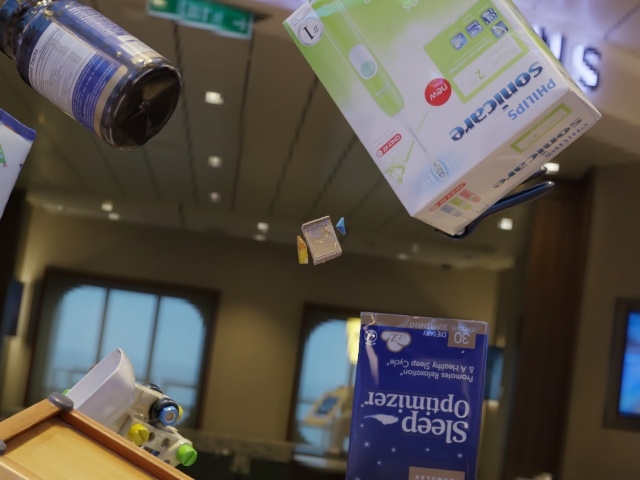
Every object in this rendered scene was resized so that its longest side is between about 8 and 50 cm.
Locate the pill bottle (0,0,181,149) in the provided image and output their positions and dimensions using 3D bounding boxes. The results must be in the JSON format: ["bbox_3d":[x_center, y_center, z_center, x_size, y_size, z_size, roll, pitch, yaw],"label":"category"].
[{"bbox_3d":[-0.283,-0.212,1.519,0.219,0.123,0.123,36,4,21],"label":"pill bottle"}]

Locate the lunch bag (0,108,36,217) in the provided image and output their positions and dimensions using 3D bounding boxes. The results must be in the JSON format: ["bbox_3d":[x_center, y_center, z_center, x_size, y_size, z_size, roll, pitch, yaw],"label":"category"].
[{"bbox_3d":[-0.698,-0.079,2.011,0.385,0.327,0.239,0,-30,37],"label":"lunch bag"}]

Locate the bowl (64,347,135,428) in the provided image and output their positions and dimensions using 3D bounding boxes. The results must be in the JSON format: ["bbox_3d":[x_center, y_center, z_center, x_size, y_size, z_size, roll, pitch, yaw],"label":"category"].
[{"bbox_3d":[-0.289,0.209,1.634,0.053,0.142,0.142,45,-1,-13],"label":"bowl"}]

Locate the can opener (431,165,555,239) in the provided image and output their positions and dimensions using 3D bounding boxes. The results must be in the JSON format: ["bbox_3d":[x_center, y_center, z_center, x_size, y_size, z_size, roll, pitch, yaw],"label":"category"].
[{"bbox_3d":[0.237,-0.057,1.785,0.186,0.059,0.073,-28,21,23],"label":"can opener"}]

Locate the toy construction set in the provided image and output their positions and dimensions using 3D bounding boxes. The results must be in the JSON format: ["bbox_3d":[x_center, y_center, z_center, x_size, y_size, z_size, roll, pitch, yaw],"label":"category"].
[{"bbox_3d":[-0.319,0.318,1.959,0.151,0.215,0.328,30,-2,32],"label":"toy construction set"}]

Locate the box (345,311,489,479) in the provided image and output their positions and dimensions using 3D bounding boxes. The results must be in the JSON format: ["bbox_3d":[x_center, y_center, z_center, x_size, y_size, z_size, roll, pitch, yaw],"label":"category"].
[{"bbox_3d":[0.100,0.192,1.334,0.136,0.225,0.036,4,-9,10],"label":"box"}]

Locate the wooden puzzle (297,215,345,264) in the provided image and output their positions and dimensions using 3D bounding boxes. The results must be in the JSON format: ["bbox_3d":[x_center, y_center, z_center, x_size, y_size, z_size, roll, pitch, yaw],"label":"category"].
[{"bbox_3d":[0.000,0.000,2.185,0.116,0.078,0.014,-11,-3,-41],"label":"wooden puzzle"}]

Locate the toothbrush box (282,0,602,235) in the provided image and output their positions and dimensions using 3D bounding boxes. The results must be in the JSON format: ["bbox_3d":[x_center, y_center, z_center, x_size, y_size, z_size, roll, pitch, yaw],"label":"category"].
[{"bbox_3d":[0.125,-0.183,1.355,0.206,0.283,0.122,-39,-24,17],"label":"toothbrush box"}]

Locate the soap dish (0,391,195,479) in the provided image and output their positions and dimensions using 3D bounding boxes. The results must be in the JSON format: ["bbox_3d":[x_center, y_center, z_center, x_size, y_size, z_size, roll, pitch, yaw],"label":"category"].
[{"bbox_3d":[-0.166,0.241,0.999,0.291,0.118,0.229,29,7,6],"label":"soap dish"}]
